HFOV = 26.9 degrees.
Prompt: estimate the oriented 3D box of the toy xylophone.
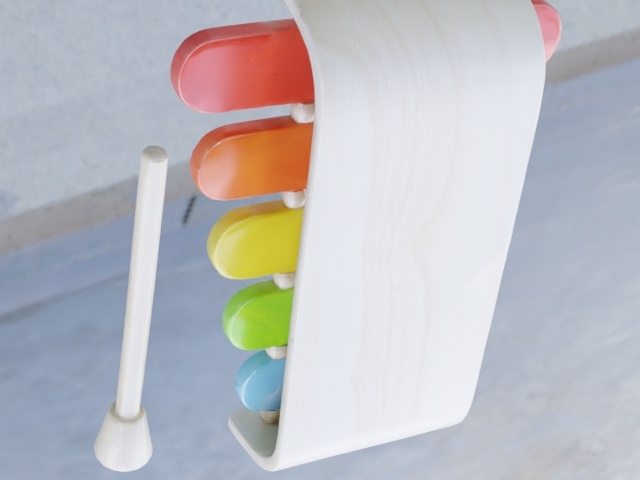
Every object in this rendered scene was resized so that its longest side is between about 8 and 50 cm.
[{"bbox_3d":[0.000,0.000,0.668,0.236,0.081,0.323,-3,127,-28],"label":"toy xylophone"}]
